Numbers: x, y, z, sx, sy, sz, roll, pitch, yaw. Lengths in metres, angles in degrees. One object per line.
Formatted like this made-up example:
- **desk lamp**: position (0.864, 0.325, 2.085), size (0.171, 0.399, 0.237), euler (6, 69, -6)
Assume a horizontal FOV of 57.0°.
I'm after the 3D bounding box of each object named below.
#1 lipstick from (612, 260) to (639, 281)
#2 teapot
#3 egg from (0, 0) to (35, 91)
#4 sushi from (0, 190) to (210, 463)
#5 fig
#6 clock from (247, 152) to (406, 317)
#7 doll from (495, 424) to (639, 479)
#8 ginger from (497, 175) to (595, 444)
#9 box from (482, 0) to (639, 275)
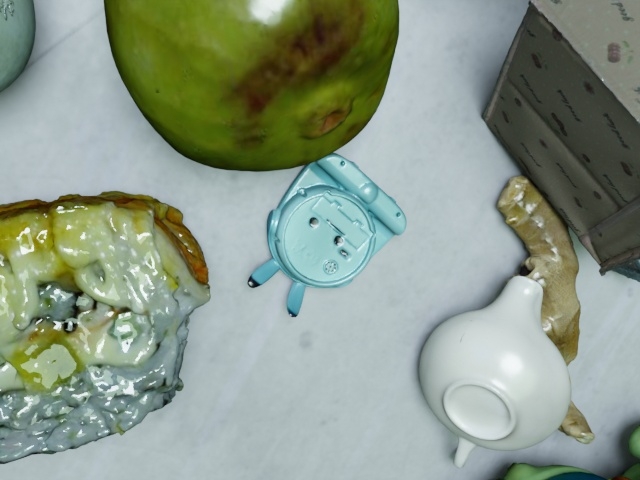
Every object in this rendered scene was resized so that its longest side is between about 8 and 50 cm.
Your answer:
- **lipstick**: position (0.436, -0.109, 0.600), size (0.371, 0.076, 0.080), euler (-42, 105, -1)
- **teapot**: position (0.163, 0.147, 0.578), size (0.145, 0.092, 0.227), euler (26, 125, 22)
- **egg**: position (-0.301, -0.190, 0.381), size (0.236, 0.169, 0.169), euler (37, 93, -23)
- **sushi**: position (-0.223, 0.062, 0.469), size (0.273, 0.139, 0.185), euler (-11, 103, -8)
- **fig**: position (-0.058, -0.167, 0.441), size (0.203, 0.203, 0.225), euler (-43, 70, 0)
- **clock**: position (0.000, 0.000, 0.551), size (0.108, 0.045, 0.147), euler (40, 92, -15)
- **doll**: position (0.276, 0.314, 0.598), size (0.321, 0.186, 0.199), euler (-20, 125, -6)
- **ginger**: position (0.231, 0.075, 0.602), size (0.089, 0.075, 0.288), euler (-16, 101, -31)
- **box**: position (0.310, -0.144, 0.458), size (0.297, 0.225, 0.191), euler (-36, 77, 0)
